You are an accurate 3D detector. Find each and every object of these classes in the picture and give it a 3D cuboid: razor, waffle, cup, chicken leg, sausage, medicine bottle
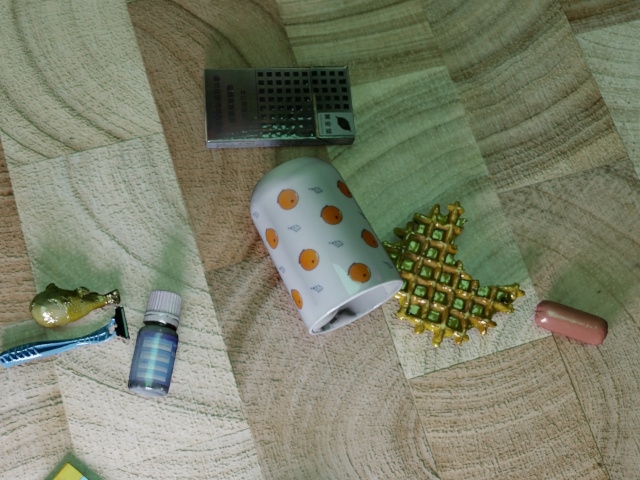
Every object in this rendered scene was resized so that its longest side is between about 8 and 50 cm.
[{"bbox_3d":[-0.502,0.202,1.865,0.253,0.042,0.082,-16,52,-10],"label":"razor"},{"bbox_3d":[0.256,0.080,1.985,0.260,0.069,0.293,-30,79,-13],"label":"waffle"},{"bbox_3d":[0.000,0.000,1.904,0.212,0.212,0.317,-24,75,-14],"label":"cup"},{"bbox_3d":[-0.488,0.120,1.888,0.178,0.070,0.093,-9,66,-17],"label":"chicken leg"},{"bbox_3d":[0.523,0.171,1.984,0.154,0.062,0.062,19,70,-1],"label":"sausage"},{"bbox_3d":[-0.322,0.200,1.864,0.083,0.083,0.203,8,71,-4],"label":"medicine bottle"}]

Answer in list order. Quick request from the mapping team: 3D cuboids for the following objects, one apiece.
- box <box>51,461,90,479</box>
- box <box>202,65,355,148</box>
[{"bbox_3d":[-0.445,0.498,1.779,0.155,0.023,0.087,37,74,7],"label":"box"},{"bbox_3d":[-0.093,-0.294,2.085,0.325,0.047,0.180,-3,72,-7],"label":"box"}]
